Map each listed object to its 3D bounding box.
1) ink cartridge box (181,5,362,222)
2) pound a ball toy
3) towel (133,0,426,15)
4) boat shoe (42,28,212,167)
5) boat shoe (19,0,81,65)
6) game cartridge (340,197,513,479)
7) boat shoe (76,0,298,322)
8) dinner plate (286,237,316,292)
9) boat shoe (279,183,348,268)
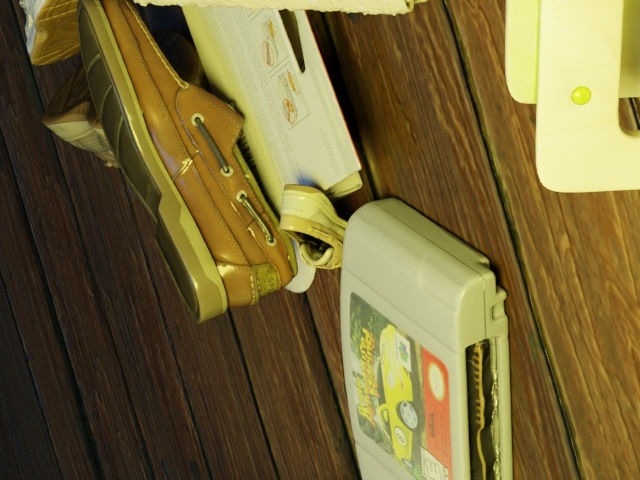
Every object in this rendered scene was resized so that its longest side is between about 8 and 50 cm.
[{"bbox_3d":[-0.034,-0.165,1.671,0.239,0.060,0.275,-28,81,65],"label":"ink cartridge box"},{"bbox_3d":[0.178,-0.217,1.147,0.208,0.136,0.319,-98,6,-59],"label":"pound a ball toy"},{"bbox_3d":[-0.050,-0.264,1.499,0.282,0.049,0.187,5,116,31],"label":"towel"},{"bbox_3d":[-0.165,-0.126,1.936,0.110,0.121,0.341,40,168,-21],"label":"boat shoe"},{"bbox_3d":[-0.273,-0.272,2.055,0.096,0.098,0.277,68,156,9],"label":"boat shoe"},{"bbox_3d":[0.085,0.122,1.625,0.196,0.060,0.294,-139,39,-55],"label":"game cartridge"},{"bbox_3d":[-0.118,-0.082,1.720,0.307,0.104,0.111,67,165,7],"label":"boat shoe"},{"bbox_3d":[-0.044,-0.017,1.845,0.141,0.017,0.141,41,140,47],"label":"dinner plate"},{"bbox_3d":[0.000,0.000,1.651,0.050,0.045,0.135,6,157,33],"label":"boat shoe"}]
